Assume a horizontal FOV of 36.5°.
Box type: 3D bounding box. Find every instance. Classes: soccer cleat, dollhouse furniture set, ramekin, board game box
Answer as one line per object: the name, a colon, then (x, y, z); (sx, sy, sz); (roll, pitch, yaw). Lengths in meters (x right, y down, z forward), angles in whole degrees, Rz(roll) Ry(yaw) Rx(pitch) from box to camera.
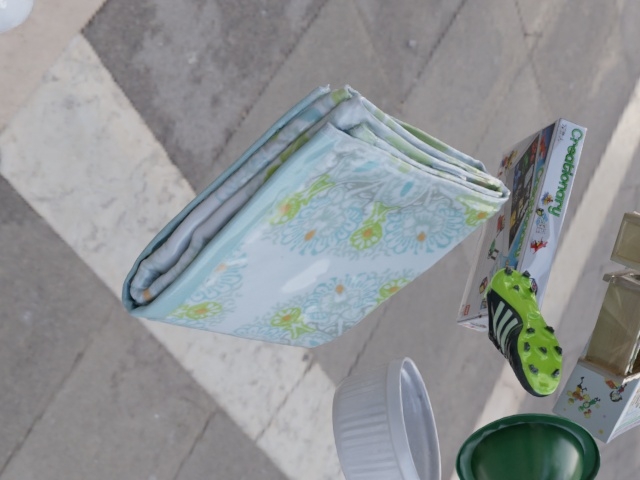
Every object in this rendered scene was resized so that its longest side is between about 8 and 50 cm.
soccer cleat: (0.221, 0.109, 1.079); (0.178, 0.060, 0.072); (-96, -154, -46)
dollhouse furniture set: (0.398, 0.078, 1.060); (0.101, 0.161, 0.181); (-6, 115, -49)
ramekin: (0.095, 0.278, 1.404); (0.207, 0.109, 0.207); (-13, 90, -74)
board game box: (0.483, 0.134, 1.440); (0.224, 0.098, 0.303); (1, 115, -56)
board game box: (0.303, -0.018, 1.480); (0.193, 0.053, 0.305); (147, -38, -72)

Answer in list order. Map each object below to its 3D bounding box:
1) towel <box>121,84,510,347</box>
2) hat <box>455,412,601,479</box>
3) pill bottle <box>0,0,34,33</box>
towel: (0.000, 0.000, 1.135); (0.374, 0.090, 0.321); (-40, 142, 26)
hat: (0.246, 0.314, 1.096); (0.183, 0.173, 0.208); (-89, 162, -50)
pill bottle: (-0.272, -0.197, 0.674); (0.131, 0.229, 0.131); (-20, 90, -85)
